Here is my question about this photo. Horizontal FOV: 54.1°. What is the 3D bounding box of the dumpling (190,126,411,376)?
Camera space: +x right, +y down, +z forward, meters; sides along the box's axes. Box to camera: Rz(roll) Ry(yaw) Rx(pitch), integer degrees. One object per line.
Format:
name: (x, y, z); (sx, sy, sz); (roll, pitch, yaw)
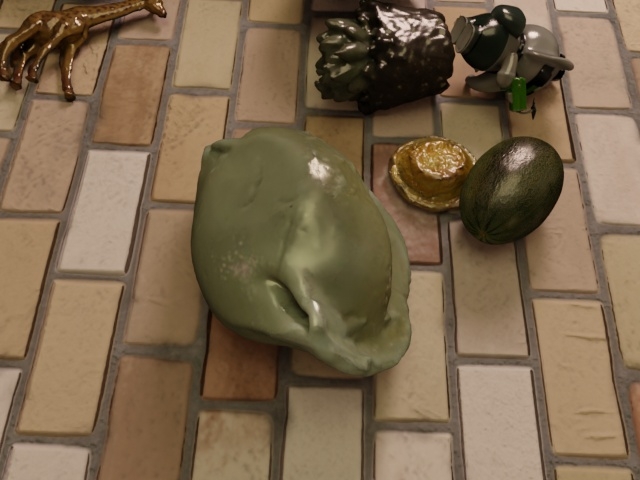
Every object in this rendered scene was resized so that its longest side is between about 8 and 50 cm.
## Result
dumpling: (-0.014, -0.004, 0.706); (0.270, 0.212, 0.320); (-1, 73, -5)

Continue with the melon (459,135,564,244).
melon: (0.244, -0.068, 0.795); (0.114, 0.114, 0.167); (38, 68, 17)

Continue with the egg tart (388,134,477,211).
egg tart: (0.155, -0.100, 0.848); (0.129, 0.049, 0.128); (1, 60, -1)

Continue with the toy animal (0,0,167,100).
toy animal: (-0.364, -0.315, 0.949); (0.149, 0.054, 0.275); (35, 66, 13)

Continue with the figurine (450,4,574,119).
figurine: (0.275, -0.264, 0.898); (0.192, 0.126, 0.147); (8, 31, -24)

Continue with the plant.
plant: (0.084, -0.260, 0.888); (0.194, 0.129, 0.132); (-5, 60, -8)
